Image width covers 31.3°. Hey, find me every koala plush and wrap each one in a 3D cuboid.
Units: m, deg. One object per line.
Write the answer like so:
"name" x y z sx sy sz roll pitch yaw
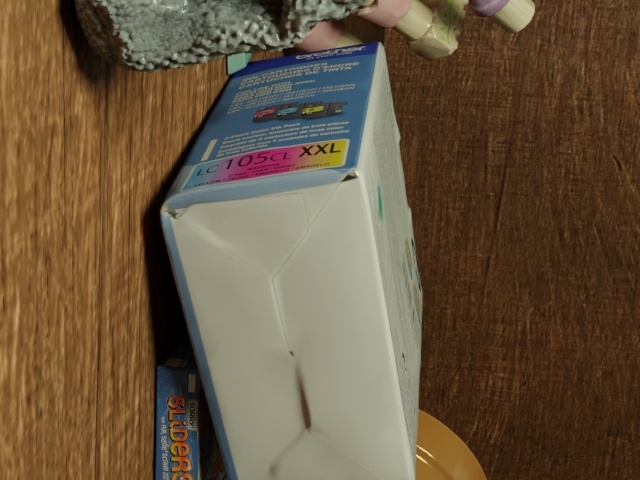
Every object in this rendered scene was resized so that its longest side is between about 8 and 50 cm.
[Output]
"koala plush" -0.045 -0.230 0.584 0.221 0.203 0.196 68 24 -48

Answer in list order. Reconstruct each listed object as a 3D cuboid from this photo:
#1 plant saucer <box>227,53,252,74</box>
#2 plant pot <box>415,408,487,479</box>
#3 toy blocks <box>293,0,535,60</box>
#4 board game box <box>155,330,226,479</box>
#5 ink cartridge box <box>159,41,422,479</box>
"plant saucer" -0.070 -0.244 0.993 0.067 0.018 0.192 -75 167 -58
"plant pot" 0.059 0.383 1.539 0.203 0.291 0.291 -51 149 -48
"toy blocks" 0.081 -0.369 1.232 0.260 0.309 0.288 32 63 -34
"board game box" -0.095 0.138 0.956 0.201 0.035 0.136 -60 153 -75
"ink cartridge box" 0.000 0.000 0.980 0.395 0.151 0.270 -73 155 -64
